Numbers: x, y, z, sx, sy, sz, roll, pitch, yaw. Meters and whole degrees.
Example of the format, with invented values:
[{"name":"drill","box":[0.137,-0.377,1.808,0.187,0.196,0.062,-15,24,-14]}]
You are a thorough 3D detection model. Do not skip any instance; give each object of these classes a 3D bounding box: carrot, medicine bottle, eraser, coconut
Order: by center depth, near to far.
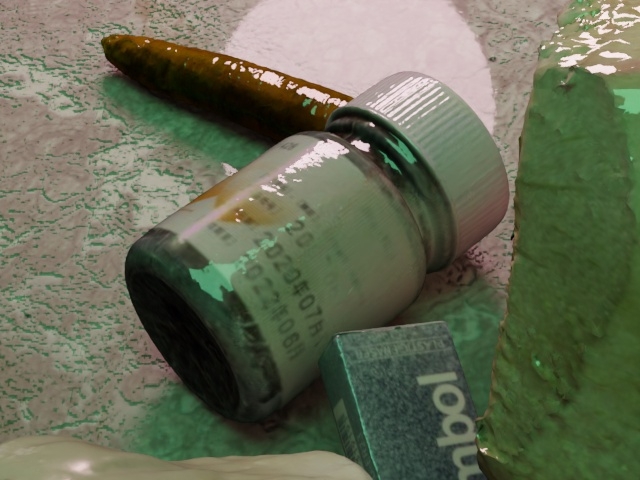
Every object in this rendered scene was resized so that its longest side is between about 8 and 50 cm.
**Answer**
[{"name":"coconut","box":[0.297,0.032,0.830,0.404,0.405,0.405,-3,48,3]},{"name":"eraser","box":[0.070,0.161,0.912,0.091,0.046,0.213,-5,63,-23]},{"name":"medicine bottle","box":[0.000,0.000,1.031,0.273,0.165,0.165,-37,55,-25]},{"name":"carrot","box":[-0.078,-0.136,1.230,0.314,0.066,0.066,23,55,27]}]

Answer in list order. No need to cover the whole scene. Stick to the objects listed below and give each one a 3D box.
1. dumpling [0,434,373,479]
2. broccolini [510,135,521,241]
[{"name":"dumpling","box":[-0.091,0.167,0.725,0.242,0.187,0.318,-33,22,-6]},{"name":"broccolini","box":[0.181,-0.040,1.144,0.035,0.030,0.140,8,45,2]}]
